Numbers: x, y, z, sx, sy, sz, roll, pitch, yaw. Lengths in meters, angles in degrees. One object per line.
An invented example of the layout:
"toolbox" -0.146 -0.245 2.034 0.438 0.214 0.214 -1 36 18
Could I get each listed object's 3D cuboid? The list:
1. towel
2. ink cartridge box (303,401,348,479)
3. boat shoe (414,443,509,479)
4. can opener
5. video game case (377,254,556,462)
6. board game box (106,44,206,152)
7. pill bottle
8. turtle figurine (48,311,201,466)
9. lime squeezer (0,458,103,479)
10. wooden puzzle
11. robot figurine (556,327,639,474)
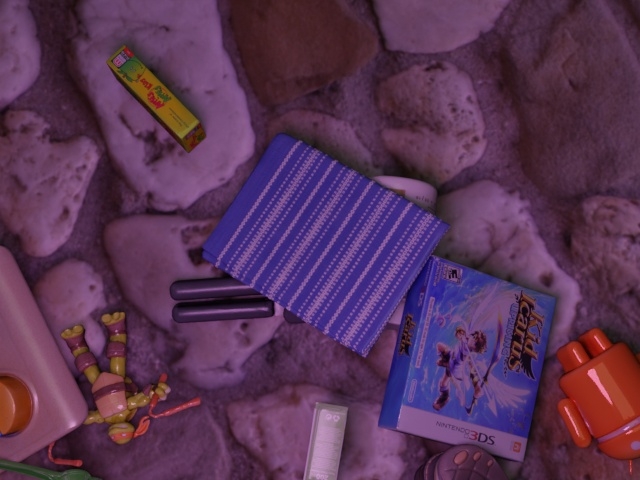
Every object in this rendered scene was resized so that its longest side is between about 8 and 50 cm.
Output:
"towel" 0.000 0.000 1.794 0.336 0.040 0.243 31 86 24
"ink cartridge box" -0.004 0.365 1.756 0.056 0.171 0.235 9 80 2
"boat shoe" 0.266 0.464 1.759 0.132 0.130 0.355 -32 95 -34
"can opener" -0.098 0.093 1.840 0.284 0.095 0.075 -4 100 0
"video game case" 0.230 0.183 1.784 0.244 0.061 0.269 19 79 -28
"board game box" -0.269 -0.231 1.908 0.043 0.092 0.181 -43 82 -7
"pill bottle" 0.110 0.022 1.836 0.131 0.131 0.229 6 80 2
"turtle figurine" -0.318 0.227 1.826 0.270 0.087 0.217 -23 70 15
"lime squeezer" -0.371 0.407 1.791 0.310 0.059 0.110 37 45 1
"wooden puzzle" -0.576 0.220 1.803 0.348 0.080 0.322 -31 80 11
"robot figurine" 0.456 0.243 1.793 0.128 0.158 0.219 -38 78 37
